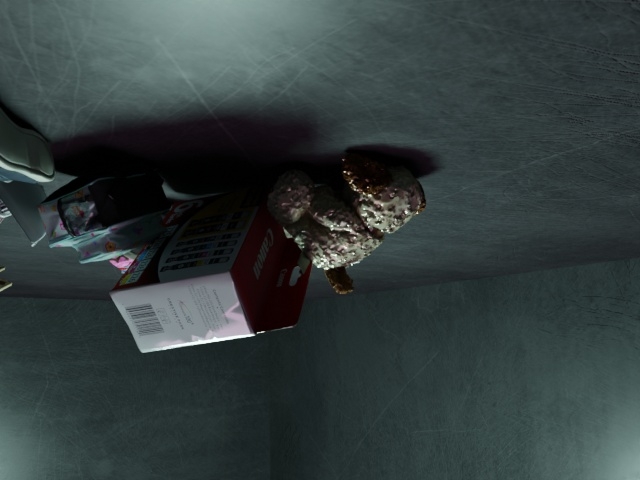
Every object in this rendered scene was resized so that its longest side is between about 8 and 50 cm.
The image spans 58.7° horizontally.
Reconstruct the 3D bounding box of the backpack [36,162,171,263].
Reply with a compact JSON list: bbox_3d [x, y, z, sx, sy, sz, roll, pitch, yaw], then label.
[{"bbox_3d":[-0.363,-0.042,0.948,0.189,0.144,0.166,-5,-165,26],"label":"backpack"}]

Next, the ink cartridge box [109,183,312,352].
[{"bbox_3d":[-0.160,0.031,0.992,0.272,0.130,0.309,-10,-151,12],"label":"ink cartridge box"}]

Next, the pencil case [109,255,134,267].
[{"bbox_3d":[-0.454,0.017,1.419,0.095,0.098,0.209,16,161,-41],"label":"pencil case"}]

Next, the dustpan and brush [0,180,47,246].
[{"bbox_3d":[-0.508,-0.070,0.982,0.060,0.147,0.211,-27,-166,9],"label":"dustpan and brush"}]

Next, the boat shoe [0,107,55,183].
[{"bbox_3d":[-0.422,-0.124,0.721,0.079,0.095,0.254,-12,179,-5],"label":"boat shoe"}]

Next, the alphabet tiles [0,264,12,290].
[{"bbox_3d":[-0.914,0.065,1.297,0.343,0.011,0.285,21,-165,0],"label":"alphabet tiles"}]

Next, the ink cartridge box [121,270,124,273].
[{"bbox_3d":[-0.560,0.095,1.944,0.207,0.046,0.097,-1,170,-2],"label":"ink cartridge box"}]

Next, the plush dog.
[{"bbox_3d":[0.072,-0.048,1.002,0.225,0.210,0.262,-36,154,25],"label":"plush dog"}]

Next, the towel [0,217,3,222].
[{"bbox_3d":[-0.736,-0.008,1.176,0.197,0.144,0.029,-9,137,33],"label":"towel"}]

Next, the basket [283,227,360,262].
[{"bbox_3d":[0.000,0.000,1.354,0.167,0.113,0.103,6,169,-32],"label":"basket"}]

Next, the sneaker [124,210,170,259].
[{"bbox_3d":[-0.294,0.004,1.192,0.222,0.118,0.083,16,-160,-14],"label":"sneaker"}]
